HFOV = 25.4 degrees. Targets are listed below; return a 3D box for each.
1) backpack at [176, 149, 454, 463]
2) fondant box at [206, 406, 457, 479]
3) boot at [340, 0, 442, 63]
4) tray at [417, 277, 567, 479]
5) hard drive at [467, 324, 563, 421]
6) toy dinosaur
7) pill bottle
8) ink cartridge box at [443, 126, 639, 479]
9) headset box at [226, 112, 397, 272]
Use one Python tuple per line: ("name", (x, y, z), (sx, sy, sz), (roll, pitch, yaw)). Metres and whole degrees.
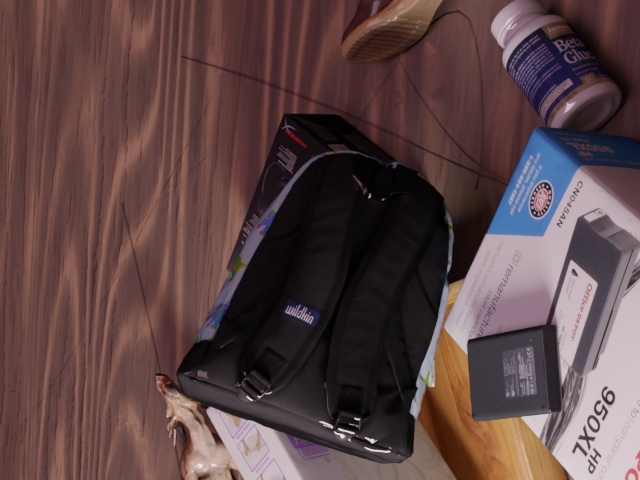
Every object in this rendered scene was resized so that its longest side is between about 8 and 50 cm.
("backpack", (0.017, 0.064, 1.706), (0.273, 0.290, 0.356), (111, 177, -77))
("fondant box", (0.040, 0.298, 1.773), (0.330, 0.238, 0.096), (56, 130, 28))
("boot", (0.096, -0.376, 1.906), (0.248, 0.090, 0.207), (-40, 52, 42))
("tray", (0.204, 0.265, 1.823), (0.203, 0.076, 0.411), (-26, 73, 45))
("hard drive", (0.211, 0.148, 1.566), (0.135, 0.022, 0.094), (-18, 72, 56))
("toy dinosaur", (-0.182, 0.349, 2.211), (0.200, 0.127, 0.296), (42, 134, 45))
("pill bottle", (0.276, -0.209, 1.697), (0.094, 0.094, 0.169), (-52, 58, 35))
("ink cartridge box", (0.341, 0.096, 1.546), (0.395, 0.166, 0.285), (51, 127, 47))
("headset box", (0.000, 0.000, 1.992), (0.218, 0.110, 0.293), (41, 121, 37))
